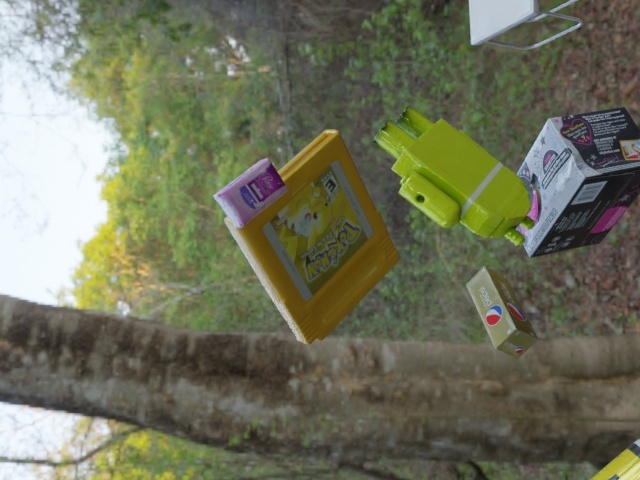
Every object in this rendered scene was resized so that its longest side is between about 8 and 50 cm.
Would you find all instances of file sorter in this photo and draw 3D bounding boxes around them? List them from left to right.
[{"bbox_3d":[0.448,-0.576,1.740,0.193,0.173,0.277,-15,74,61],"label":"file sorter"}]

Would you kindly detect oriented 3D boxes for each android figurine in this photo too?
[{"bbox_3d":[0.213,-0.096,1.227,0.056,0.273,0.248,-55,-6,36],"label":"android figurine"}]

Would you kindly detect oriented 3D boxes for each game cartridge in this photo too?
[{"bbox_3d":[0.000,0.000,1.525,0.285,0.053,0.323,-44,-58,-25],"label":"game cartridge"}]

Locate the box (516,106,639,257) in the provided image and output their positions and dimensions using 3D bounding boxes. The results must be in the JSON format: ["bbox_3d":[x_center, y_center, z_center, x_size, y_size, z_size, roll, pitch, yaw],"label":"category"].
[{"bbox_3d":[0.456,-0.102,1.444,0.247,0.163,0.142,104,151,-55],"label":"box"}]

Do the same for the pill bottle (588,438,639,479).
[{"bbox_3d":[0.388,0.372,1.056,0.119,0.208,0.119,49,180,0],"label":"pill bottle"}]

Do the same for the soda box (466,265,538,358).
[{"bbox_3d":[0.338,0.131,1.504,0.058,0.061,0.181,-51,30,25],"label":"soda box"}]

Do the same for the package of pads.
[{"bbox_3d":[-0.084,-0.057,0.972,0.050,0.083,0.032,57,152,-14],"label":"package of pads"}]
